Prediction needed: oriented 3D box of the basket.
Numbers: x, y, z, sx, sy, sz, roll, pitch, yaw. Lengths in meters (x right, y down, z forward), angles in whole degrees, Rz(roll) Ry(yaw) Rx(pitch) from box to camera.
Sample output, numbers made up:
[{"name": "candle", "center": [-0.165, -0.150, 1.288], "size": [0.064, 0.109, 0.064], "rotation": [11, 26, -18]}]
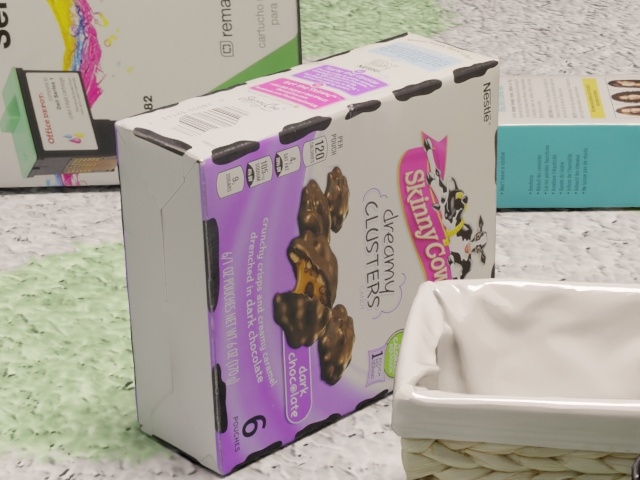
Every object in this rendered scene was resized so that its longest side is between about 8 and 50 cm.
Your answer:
[{"name": "basket", "center": [0.119, 0.086, 0.730], "size": [0.167, 0.103, 0.113], "rotation": [1, 24, 9]}]

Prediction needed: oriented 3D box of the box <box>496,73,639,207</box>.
[{"name": "box", "center": [0.195, -0.066, 1.119], "size": [0.244, 0.060, 0.100], "rotation": [0, 24, 4]}]

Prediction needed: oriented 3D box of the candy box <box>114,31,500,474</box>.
[{"name": "candy box", "center": [0.000, 0.000, 0.859], "size": [0.196, 0.165, 0.070], "rotation": [-22, 31, -37]}]

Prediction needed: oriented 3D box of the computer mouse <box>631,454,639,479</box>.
[{"name": "computer mouse", "center": [0.188, 0.155, 0.538], "size": [0.071, 0.041, 0.242], "rotation": [-30, 65, -29]}]

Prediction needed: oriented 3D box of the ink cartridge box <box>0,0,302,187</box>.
[{"name": "ink cartridge box", "center": [-0.152, -0.146, 1.157], "size": [0.278, 0.201, 0.117], "rotation": [-2, 24, 1]}]
